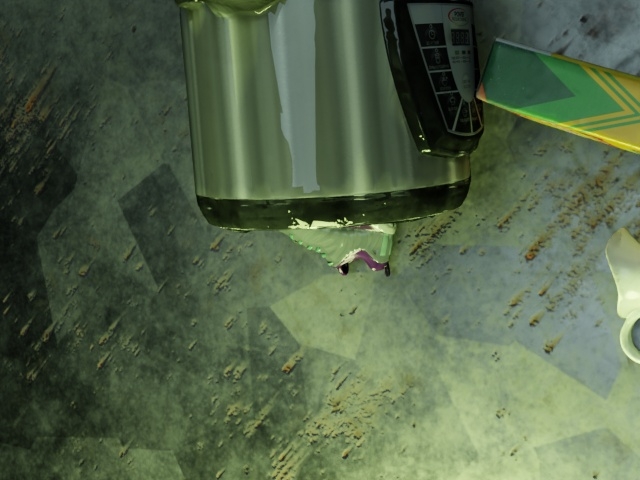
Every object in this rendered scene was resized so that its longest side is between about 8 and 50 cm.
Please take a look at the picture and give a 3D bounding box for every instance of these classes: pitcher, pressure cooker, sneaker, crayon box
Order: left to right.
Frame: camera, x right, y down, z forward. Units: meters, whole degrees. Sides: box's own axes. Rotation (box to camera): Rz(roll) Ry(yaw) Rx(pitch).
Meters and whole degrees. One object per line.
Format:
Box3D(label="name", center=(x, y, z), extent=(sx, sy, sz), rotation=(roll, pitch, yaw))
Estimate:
Box3D(label="sneaker", center=(0.000, 0.000, 1.495), extent=(0.223, 0.083, 0.098), rotation=(6, 96, 27))
Box3D(label="pressure cooker", center=(0.001, -0.235, 1.306), extent=(0.375, 0.370, 0.421), rotation=(-6, 97, -15))
Box3D(label="crayon box", center=(0.369, -0.151, 1.235), extent=(0.318, 0.202, 0.081), rotation=(22, 99, 27))
Box3D(label="pitcher", center=(0.458, 0.077, 1.241), extent=(0.207, 0.125, 0.178), rotation=(6, 112, 38))
